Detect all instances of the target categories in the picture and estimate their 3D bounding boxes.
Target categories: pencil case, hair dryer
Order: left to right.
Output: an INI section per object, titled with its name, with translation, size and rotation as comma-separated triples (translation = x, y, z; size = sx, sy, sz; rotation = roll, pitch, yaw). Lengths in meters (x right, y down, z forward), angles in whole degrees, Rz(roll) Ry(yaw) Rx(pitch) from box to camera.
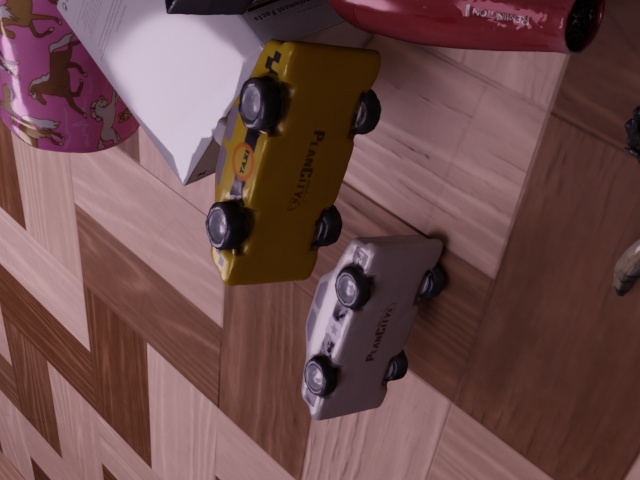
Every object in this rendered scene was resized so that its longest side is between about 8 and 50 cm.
[pencil case]
translation = -0.244, -0.275, 0.812
size = 0.386, 0.160, 0.167
rotation = 102, 152, -42
[hair dryer]
translation = 0.048, -0.212, 0.467
size = 0.293, 0.080, 0.223
rotation = 55, 154, 7

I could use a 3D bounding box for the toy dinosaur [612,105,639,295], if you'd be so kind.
[toy dinosaur]
translation = 0.243, -0.039, 0.502
size = 0.118, 0.064, 0.268
rotation = 53, 147, -3

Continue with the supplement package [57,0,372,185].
[supplement package]
translation = -0.085, -0.196, 0.696
size = 0.203, 0.149, 0.194
rotation = 54, 143, 7

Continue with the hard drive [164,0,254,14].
[hard drive]
translation = -0.053, -0.327, 0.465
size = 0.237, 0.064, 0.338
rotation = 162, 102, -67

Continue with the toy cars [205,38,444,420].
[toy cars]
translation = 0.000, 0.000, 0.688
size = 0.087, 0.176, 0.393
rotation = 43, 166, 42
